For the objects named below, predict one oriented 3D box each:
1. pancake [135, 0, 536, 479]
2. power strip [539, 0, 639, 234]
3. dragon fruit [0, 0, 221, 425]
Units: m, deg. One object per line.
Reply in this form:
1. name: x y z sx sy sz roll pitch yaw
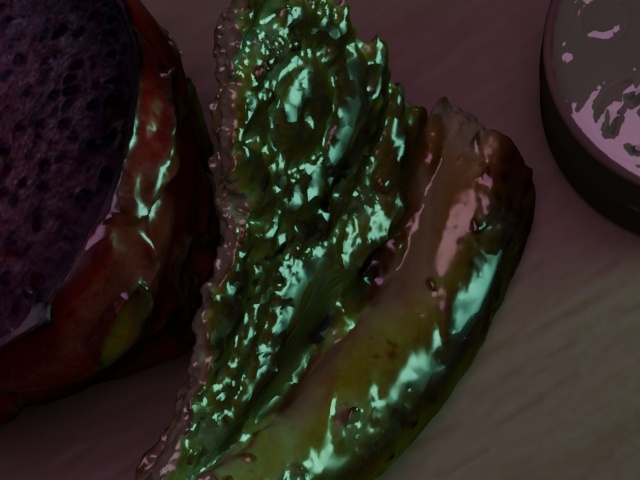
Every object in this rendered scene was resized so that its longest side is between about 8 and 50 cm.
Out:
1. pancake: 0.000 0.000 0.740 0.057 0.244 0.266 12 42 38
2. power strip: 0.176 -0.080 0.810 0.154 0.078 0.154 -1 75 5
3. dragon fruit: -0.120 -0.003 0.797 0.218 0.148 0.223 27 87 43
